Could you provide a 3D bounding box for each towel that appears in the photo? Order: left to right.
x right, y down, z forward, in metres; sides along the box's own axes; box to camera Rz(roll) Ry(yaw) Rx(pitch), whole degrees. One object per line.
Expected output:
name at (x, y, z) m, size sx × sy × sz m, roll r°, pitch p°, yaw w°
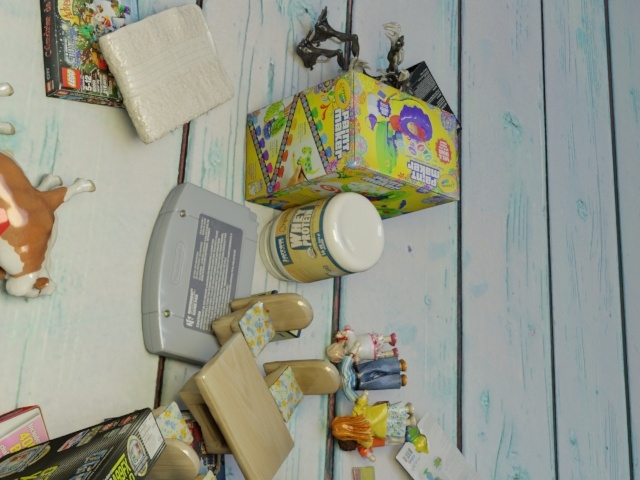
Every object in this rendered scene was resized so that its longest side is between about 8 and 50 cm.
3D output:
towel at (-0.247, -0.288, 1.504) m, size 0.282 × 0.049 × 0.187 m, roll -47°, pitch 120°, yaw -55°
towel at (0.085, 0.476, 1.722) m, size 0.060 × 0.009 × 0.083 m, roll 7°, pitch 75°, yaw -46°

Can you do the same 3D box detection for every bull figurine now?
bull figurine at (-0.439, -0.068, 1.260) m, size 0.310 × 0.101 × 0.188 m, roll 57°, pitch 42°, yaw -22°

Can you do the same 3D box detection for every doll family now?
doll family at (0.083, 0.285, 1.670) m, size 0.163 × 0.118 × 0.262 m, roll -6°, pitch 83°, yaw -13°

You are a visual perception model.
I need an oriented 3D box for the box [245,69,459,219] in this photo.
box at (0.060, -0.154, 1.666) m, size 0.290 × 0.279 × 0.176 m, roll 14°, pitch 70°, yaw -44°

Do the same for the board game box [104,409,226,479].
board game box at (-0.235, 0.363, 1.382) m, size 0.194 × 0.060 × 0.194 m, roll 6°, pitch 79°, yaw -49°

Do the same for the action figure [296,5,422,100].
action figure at (0.094, -0.350, 1.781) m, size 0.276 × 0.141 × 0.164 m, roll 31°, pitch 58°, yaw 7°

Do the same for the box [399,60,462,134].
box at (0.179, -0.242, 1.943) m, size 0.184 × 0.103 × 0.261 m, roll 56°, pitch 46°, yaw -15°

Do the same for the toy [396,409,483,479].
toy at (0.244, 0.485, 1.852) m, size 0.237 × 0.056 × 0.137 m, roll 54°, pitch 51°, yaw -15°

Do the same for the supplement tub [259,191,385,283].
supplement tub at (0.000, 0.000, 1.620) m, size 0.144 × 0.200 × 0.144 m, roll 15°, pitch 69°, yaw -43°

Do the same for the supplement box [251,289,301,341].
supplement box at (-0.085, 0.135, 1.581) m, size 0.083 × 0.083 × 0.056 m, roll 36°, pitch 56°, yaw -35°

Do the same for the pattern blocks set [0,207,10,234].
pattern blocks set at (-0.582, -0.008, 1.092) m, size 0.325 × 0.026 × 0.285 m, roll 36°, pitch 74°, yaw -29°

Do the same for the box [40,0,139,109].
box at (-0.366, -0.335, 1.443) m, size 0.159 × 0.044 × 0.233 m, roll 2°, pitch 78°, yaw -46°

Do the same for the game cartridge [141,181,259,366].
game cartridge at (-0.202, 0.061, 1.505) m, size 0.196 × 0.060 × 0.294 m, roll 26°, pitch 61°, yaw -43°

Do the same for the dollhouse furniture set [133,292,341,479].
dollhouse furniture set at (-0.049, 0.329, 1.366) m, size 0.362 × 0.257 × 0.394 m, roll -50°, pitch 124°, yaw -50°

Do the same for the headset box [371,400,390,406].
headset box at (0.115, 0.358, 1.768) m, size 0.083 × 0.032 × 0.062 m, roll -27°, pitch 99°, yaw -47°

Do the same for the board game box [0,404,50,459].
board game box at (-0.470, 0.378, 1.132) m, size 0.317 × 0.064 × 0.242 m, roll -19°, pitch 93°, yaw -47°

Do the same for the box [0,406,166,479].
box at (-0.317, 0.296, 1.026) m, size 0.270 × 0.216 × 0.060 m, roll -60°, pitch 130°, yaw -77°
